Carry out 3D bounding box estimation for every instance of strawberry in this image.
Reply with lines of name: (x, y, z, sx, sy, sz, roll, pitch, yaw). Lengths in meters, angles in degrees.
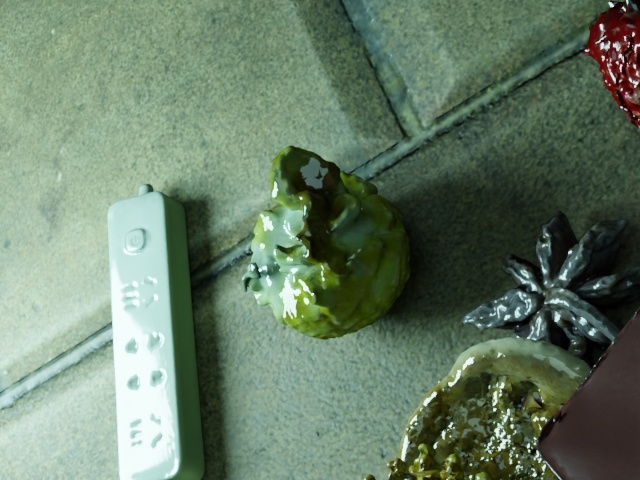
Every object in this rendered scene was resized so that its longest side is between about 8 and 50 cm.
strawberry: (0.377, -0.174, 1.265, 0.184, 0.187, 0.201, -35, 73, 53)

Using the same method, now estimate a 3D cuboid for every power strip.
power strip: (-0.204, 0.108, 1.543, 0.091, 0.062, 0.385, -14, 69, 20)

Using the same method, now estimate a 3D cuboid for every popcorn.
popcorn: (0.000, 0.000, 1.398, 0.198, 0.212, 0.198, -10, 39, 8)

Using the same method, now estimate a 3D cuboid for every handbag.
handbag: (0.331, 0.155, 1.055, 0.260, 0.084, 0.275, -53, 28, 11)

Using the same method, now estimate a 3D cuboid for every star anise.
star anise: (0.260, 0.072, 1.293, 0.231, 0.089, 0.209, 16, 90, 43)

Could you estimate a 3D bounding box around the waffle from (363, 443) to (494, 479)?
waffle: (0.109, 0.331, 1.272, 0.231, 0.051, 0.228, -43, 67, 26)

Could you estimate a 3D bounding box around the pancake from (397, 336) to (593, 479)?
pancake: (0.203, 0.232, 1.268, 0.282, 0.049, 0.282, 0, 90, 33)
